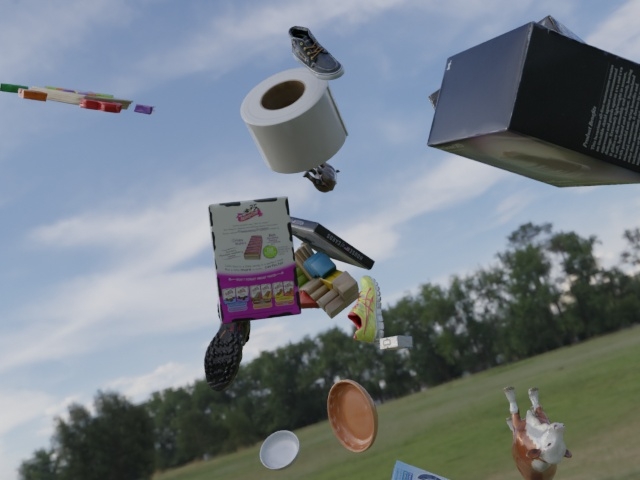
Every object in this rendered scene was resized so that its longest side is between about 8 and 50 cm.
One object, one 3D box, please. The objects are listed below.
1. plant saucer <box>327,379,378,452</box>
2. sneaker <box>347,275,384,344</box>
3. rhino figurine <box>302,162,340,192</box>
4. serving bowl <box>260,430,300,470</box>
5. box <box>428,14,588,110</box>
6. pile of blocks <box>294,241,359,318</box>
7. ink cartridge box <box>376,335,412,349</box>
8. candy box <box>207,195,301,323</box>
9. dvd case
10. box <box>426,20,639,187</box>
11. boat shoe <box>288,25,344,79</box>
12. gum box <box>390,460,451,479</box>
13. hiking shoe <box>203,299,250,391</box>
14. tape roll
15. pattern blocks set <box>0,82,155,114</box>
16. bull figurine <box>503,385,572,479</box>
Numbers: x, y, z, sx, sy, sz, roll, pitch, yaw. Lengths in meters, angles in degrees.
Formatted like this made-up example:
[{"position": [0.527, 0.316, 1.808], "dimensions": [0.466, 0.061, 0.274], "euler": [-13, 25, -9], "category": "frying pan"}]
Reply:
[{"position": [0.093, 0.477, 2.177], "dimensions": [0.037, 0.200, 0.200], "euler": [-7, -17, -38], "category": "plant saucer"}, {"position": [0.119, 0.187, 2.197], "dimensions": [0.094, 0.209, 0.081], "euler": [-2, -36, -6], "category": "sneaker"}, {"position": [0.012, -0.216, 2.591], "dimensions": [0.073, 0.106, 0.243], "euler": [-47, 6, 16], "category": "rhino figurine"}, {"position": [-0.076, 0.417, 1.565], "dimensions": [0.083, 0.083, 0.027], "euler": [-20, -48, 8], "category": "serving bowl"}, {"position": [0.421, -0.333, 1.690], "dimensions": [0.295, 0.073, 0.293], "euler": [-32, -18, 29], "category": "box"}, {"position": [-0.029, 0.098, 1.873], "dimensions": [0.112, 0.149, 0.362], "euler": [-37, 12, -13], "category": "pile of blocks"}, {"position": [0.178, 0.250, 1.934], "dimensions": [0.048, 0.028, 0.083], "euler": [8, -16, -34], "category": "ink cartridge box"}, {"position": [-0.131, 0.038, 1.566], "dimensions": [0.159, 0.234, 0.071], "euler": [-6, -1, -10], "category": "candy box"}, {"position": [0.000, 0.000, 1.867], "dimensions": [0.179, 0.030, 0.238], "euler": [34, -9, -28], "category": "dvd case"}, {"position": [0.381, -0.210, 1.346], "dimensions": [0.293, 0.183, 0.296], "euler": [16, -3, -16], "category": "box"}, {"position": [-0.016, -0.455, 1.930], "dimensions": [0.065, 0.183, 0.083], "euler": [-39, -41, -15], "category": "boat shoe"}, {"position": [0.244, 0.579, 1.782], "dimensions": [0.184, 0.041, 0.157], "euler": [20, 19, 6], "category": "gum box"}, {"position": [-0.193, 0.227, 1.782], "dimensions": [0.086, 0.227, 0.114], "euler": [7, -14, 20], "category": "hiking shoe"}, {"position": [-0.069, -0.317, 2.098], "dimensions": [0.246, 0.246, 0.169], "euler": [-20, -50, 8], "category": "tape roll"}, {"position": [-0.501, -0.298, 1.659], "dimensions": [0.324, 0.026, 0.285], "euler": [11, 11, 16], "category": "pattern blocks set"}, {"position": [0.454, 0.419, 1.690], "dimensions": [0.101, 0.189, 0.310], "euler": [-10, -35, 3], "category": "bull figurine"}]
